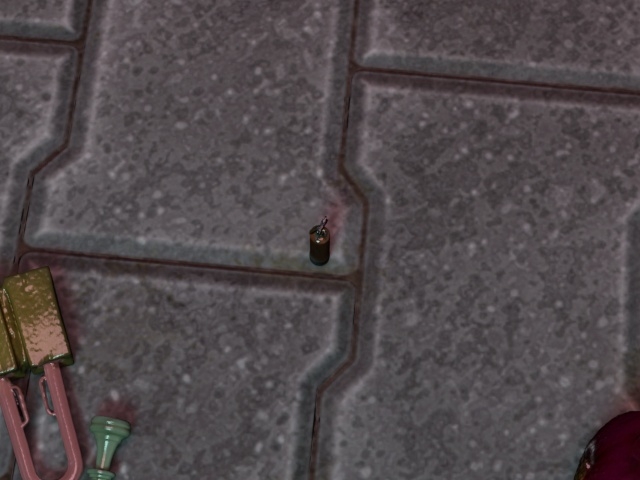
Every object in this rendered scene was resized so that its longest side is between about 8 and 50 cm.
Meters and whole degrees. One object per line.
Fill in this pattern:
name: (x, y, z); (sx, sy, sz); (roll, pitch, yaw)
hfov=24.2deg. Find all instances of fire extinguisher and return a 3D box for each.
fire extinguisher: (0.000, 0.000, 1.553); (0.022, 0.083, 0.028); (21, 69, 8)

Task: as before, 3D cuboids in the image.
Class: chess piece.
chess piece: (-0.217, 0.224, 1.491); (0.042, 0.042, 0.093); (9, 76, 3)

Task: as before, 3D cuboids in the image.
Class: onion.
onion: (0.349, 0.267, 1.437); (0.218, 0.140, 0.195); (15, 63, 1)

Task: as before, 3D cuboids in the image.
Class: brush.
brush: (-0.294, 0.149, 1.514); (0.103, 0.047, 0.233); (-17, 72, -7)
